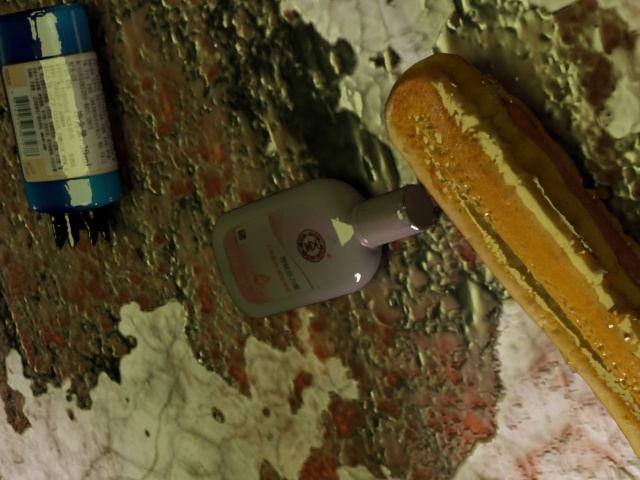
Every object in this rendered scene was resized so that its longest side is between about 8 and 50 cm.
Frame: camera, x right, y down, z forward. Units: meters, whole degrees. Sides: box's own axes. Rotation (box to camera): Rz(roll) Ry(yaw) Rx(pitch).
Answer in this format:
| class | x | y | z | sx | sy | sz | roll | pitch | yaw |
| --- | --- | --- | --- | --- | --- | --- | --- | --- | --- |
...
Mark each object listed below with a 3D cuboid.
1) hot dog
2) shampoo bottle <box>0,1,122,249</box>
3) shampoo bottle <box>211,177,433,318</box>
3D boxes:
| class | x | y | z | sx | sy | sz | roll | pitch | yaw |
| --- | --- | --- | --- | --- | --- | --- | --- | --- | --- |
| hot dog | 0.139 | 0.015 | 0.650 | 0.088 | 0.061 | 0.286 | -37 | 83 | 40 |
| shampoo bottle | -0.196 | -0.083 | 0.863 | 0.087 | 0.050 | 0.183 | -3 | 103 | 31 |
| shampoo bottle | 0.000 | 0.000 | 0.757 | 0.165 | 0.040 | 0.080 | -18 | 92 | 39 |
